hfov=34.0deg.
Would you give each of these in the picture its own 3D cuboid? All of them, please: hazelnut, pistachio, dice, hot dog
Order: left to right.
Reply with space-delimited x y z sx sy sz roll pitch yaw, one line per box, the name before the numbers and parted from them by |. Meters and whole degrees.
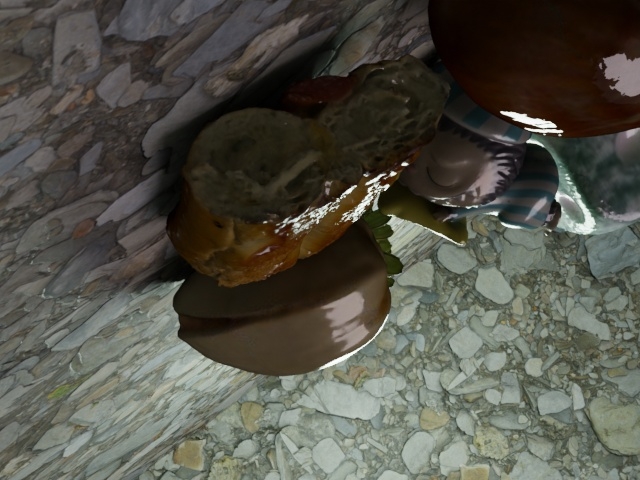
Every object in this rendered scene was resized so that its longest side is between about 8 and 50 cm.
pistachio | -0.058 0.084 1.782 0.365 0.281 0.445 -21 -172 -40
hot dog | -0.039 -0.083 1.459 0.367 0.196 0.365 -27 166 -21
hazelnut | 0.332 -0.294 1.410 0.366 0.366 0.366 -37 169 -8
dice | 0.603 -0.231 2.326 0.328 0.330 0.348 -36 -163 -10

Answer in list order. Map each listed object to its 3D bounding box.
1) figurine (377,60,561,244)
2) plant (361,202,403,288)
figurine | 0.312 -0.185 1.779 0.361 0.266 0.378 8 146 -19
plant | -0.018 0.019 2.072 0.261 0.297 0.306 -18 -130 42
